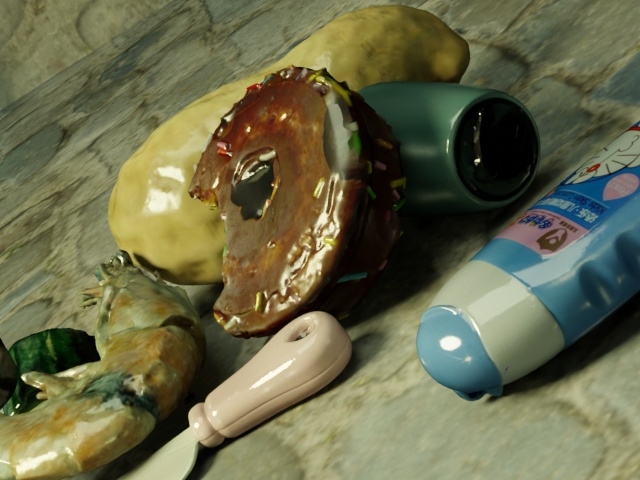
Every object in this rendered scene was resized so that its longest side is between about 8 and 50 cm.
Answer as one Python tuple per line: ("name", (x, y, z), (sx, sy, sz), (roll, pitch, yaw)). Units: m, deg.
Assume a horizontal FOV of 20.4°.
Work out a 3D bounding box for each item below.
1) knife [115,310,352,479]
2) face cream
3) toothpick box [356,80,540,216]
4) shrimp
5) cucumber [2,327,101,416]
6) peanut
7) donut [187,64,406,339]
("knife", (-0.112, 0.174, 1.388), (0.336, 0.043, 0.081), (-39, 23, 4))
("face cream", (0.174, 0.010, 1.214), (0.264, 0.083, 0.149), (-38, 15, -14))
("toothpick box", (0.100, -0.078, 1.521), (0.120, 0.120, 0.184), (-41, 22, -23))
("shrimp", (-0.214, 0.106, 1.544), (0.247, 0.085, 0.360), (-19, 24, 7))
("cucumber", (-0.254, 0.131, 1.667), (0.116, 0.062, 0.115), (-33, 28, 2))
("peanut", (-0.026, -0.093, 1.706), (0.387, 0.169, 0.192), (-32, 16, -6))
("donut", (-0.014, -0.033, 1.481), (0.216, 0.096, 0.230), (-50, 42, 26))
